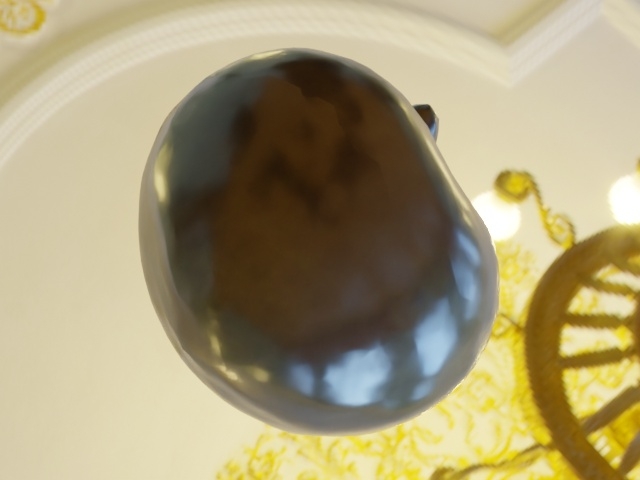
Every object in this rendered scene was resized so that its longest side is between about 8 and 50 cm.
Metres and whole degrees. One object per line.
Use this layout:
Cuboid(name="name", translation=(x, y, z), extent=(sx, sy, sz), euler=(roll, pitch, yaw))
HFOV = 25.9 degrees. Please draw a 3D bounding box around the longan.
Cuboid(name="longan", translation=(0.000, 0.000, 1.041), extent=(0.300, 0.243, 0.300), euler=(12, -109, -37))
